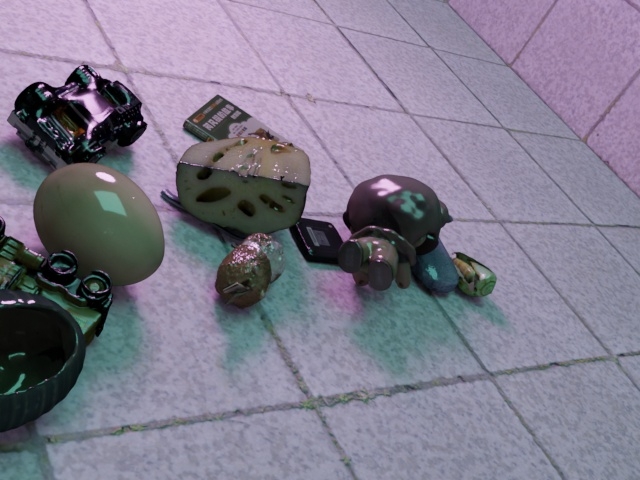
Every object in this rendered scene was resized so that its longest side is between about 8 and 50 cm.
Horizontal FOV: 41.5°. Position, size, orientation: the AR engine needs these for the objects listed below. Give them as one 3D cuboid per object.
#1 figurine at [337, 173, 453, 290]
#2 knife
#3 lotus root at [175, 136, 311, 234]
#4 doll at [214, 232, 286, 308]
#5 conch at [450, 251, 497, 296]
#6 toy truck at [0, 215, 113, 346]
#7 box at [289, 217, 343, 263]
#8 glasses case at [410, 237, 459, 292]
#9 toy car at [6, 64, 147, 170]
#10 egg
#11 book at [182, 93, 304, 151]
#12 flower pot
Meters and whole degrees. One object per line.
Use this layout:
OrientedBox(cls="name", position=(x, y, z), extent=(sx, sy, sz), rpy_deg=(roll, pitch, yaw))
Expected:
OrientedBox(cls="figurine", position=(0.142, -0.021, 1.851), extent=(0.248, 0.203, 0.380), rpy_deg=(5, 27, 17))
OrientedBox(cls="knife", position=(-0.237, -0.050, 1.748), extent=(0.210, 0.015, 0.028), rpy_deg=(30, 26, -5))
OrientedBox(cls="lotus root", position=(-0.162, -0.126, 1.798), extent=(0.267, 0.149, 0.260), rpy_deg=(10, 22, -4))
OrientedBox(cls="doll", position=(-0.138, 0.068, 1.589), extent=(0.114, 0.105, 0.221), rpy_deg=(-1, 30, 14))
OrientedBox(cls="conch", position=(0.352, 0.079, 2.045), extent=(0.105, 0.079, 0.170), rpy_deg=(12, 22, -40))
OrientedBox(cls="toy truck", position=(-0.455, 0.074, 1.296), extent=(0.257, 0.127, 0.127), rpy_deg=(32, 46, -1))
OrientedBox(cls="box", position=(0.000, 0.000, 1.878), extent=(0.125, 0.027, 0.126), rpy_deg=(7, 41, -36))
OrientedBox(cls="glasses case", position=(0.244, 0.014, 2.036), extent=(0.109, 0.067, 0.282), rpy_deg=(7, 42, -31))
OrientedBox(cls="toy car", position=(-0.474, -0.241, 1.705), extent=(0.193, 0.118, 0.301), rpy_deg=(43, 31, -1))
OrientedBox(cls="egg", position=(-0.373, -0.025, 1.434), extent=(0.241, 0.186, 0.186), rpy_deg=(43, 33, 5))
OrientedBox(cls="book", position=(-0.181, -0.246, 2.051), extent=(0.264, 0.027, 0.202), rpy_deg=(33, 32, 0))
OrientedBox(cls="flower pot", position=(-0.438, 0.162, 1.131), extent=(0.243, 0.157, 0.189), rpy_deg=(-7, 77, -43))
